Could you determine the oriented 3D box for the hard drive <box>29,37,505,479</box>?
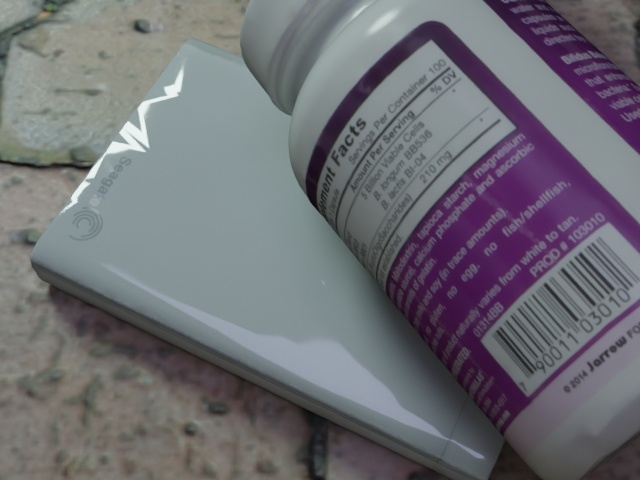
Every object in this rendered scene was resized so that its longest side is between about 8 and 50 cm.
[{"bbox_3d":[0.000,0.000,0.579,0.308,0.040,0.203,24,65,12],"label":"hard drive"}]

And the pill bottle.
[{"bbox_3d":[0.089,-0.037,0.481,0.169,0.169,0.301,-32,67,-15],"label":"pill bottle"}]
